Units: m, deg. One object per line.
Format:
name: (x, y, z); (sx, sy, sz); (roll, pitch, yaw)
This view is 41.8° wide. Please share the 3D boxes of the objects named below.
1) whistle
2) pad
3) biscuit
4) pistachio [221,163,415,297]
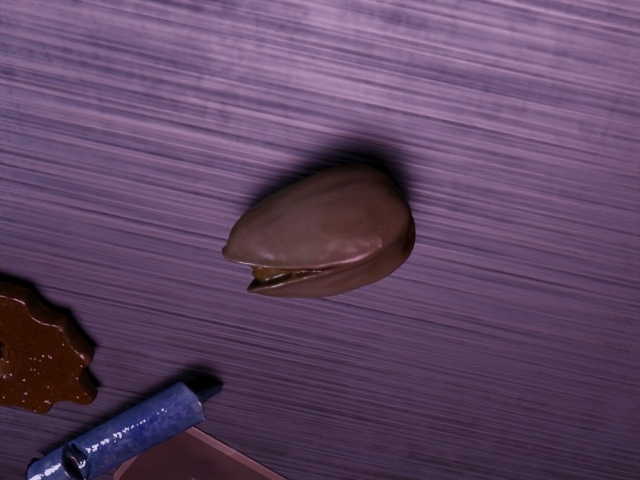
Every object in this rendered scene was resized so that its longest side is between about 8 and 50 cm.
whistle: (-0.255, 0.252, 1.075); (0.304, 0.062, 0.062); (-30, 113, 23)
pad: (-0.141, 0.347, 1.151); (0.266, 0.002, 0.176); (33, 120, -13)
biscuit: (-0.369, 0.138, 1.033); (0.215, 0.034, 0.182); (36, 120, -17)
pistachio: (0.000, 0.000, 0.847); (0.206, 0.131, 0.129); (-21, 108, 23)
